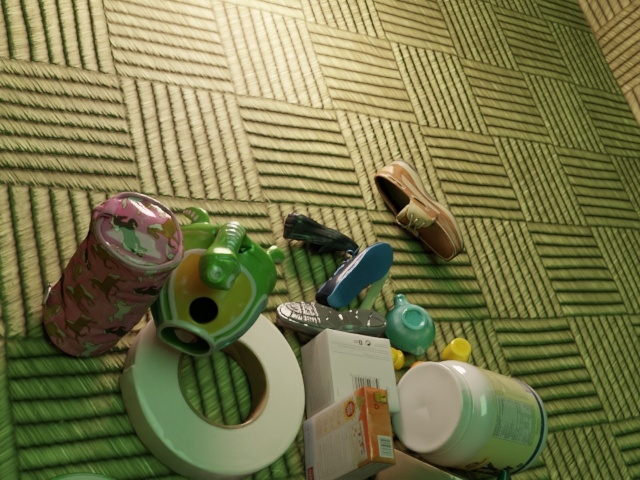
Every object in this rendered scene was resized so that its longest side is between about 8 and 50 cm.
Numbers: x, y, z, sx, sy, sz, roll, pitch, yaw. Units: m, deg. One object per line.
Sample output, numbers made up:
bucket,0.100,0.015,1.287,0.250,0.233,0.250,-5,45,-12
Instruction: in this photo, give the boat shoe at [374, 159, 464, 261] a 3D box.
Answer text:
boat shoe,0.259,-0.073,2.281,0.120,0.122,0.324,-24,70,-39

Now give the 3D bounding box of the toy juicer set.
toy juicer set,0.198,0.233,2.052,0.209,0.089,0.329,-35,68,-29

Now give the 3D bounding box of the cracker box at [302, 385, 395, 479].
cracker box,0.054,0.415,1.699,0.067,0.232,0.155,16,53,-30

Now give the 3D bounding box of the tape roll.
tape roll,-0.212,0.296,1.690,0.392,0.072,0.392,20,51,-27

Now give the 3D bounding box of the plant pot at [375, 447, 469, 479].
plant pot,0.228,0.572,1.734,0.284,0.284,0.191,28,79,-20

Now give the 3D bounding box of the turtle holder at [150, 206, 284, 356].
turtle holder,-0.196,0.090,1.571,0.243,0.320,0.227,41,56,-30

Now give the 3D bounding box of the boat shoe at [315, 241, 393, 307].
boat shoe,0.079,0.073,2.039,0.258,0.089,0.109,-30,109,-42

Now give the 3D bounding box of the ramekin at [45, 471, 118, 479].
ramekin,-0.404,0.524,1.331,0.303,0.148,0.303,20,51,-27

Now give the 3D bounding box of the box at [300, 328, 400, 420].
box,0.065,0.312,1.858,0.181,0.119,0.182,14,54,-30

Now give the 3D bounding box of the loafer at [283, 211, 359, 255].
loafer,0.000,0.000,2.062,0.223,0.076,0.078,24,85,-32

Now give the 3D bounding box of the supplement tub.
supplement tub,0.341,0.406,1.891,0.325,0.235,0.235,22,49,-40

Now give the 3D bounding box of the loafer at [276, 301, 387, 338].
loafer,0.022,0.206,1.920,0.267,0.084,0.096,7,33,-15

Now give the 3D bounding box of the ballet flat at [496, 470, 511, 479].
ballet flat,0.396,0.605,1.810,0.074,0.074,0.203,40,51,-9

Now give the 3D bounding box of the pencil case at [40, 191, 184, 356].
pencil case,-0.381,0.069,1.486,0.167,0.386,0.160,0,61,-36
